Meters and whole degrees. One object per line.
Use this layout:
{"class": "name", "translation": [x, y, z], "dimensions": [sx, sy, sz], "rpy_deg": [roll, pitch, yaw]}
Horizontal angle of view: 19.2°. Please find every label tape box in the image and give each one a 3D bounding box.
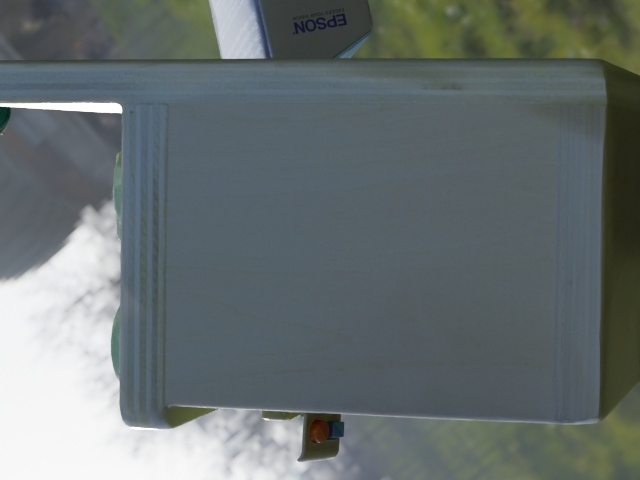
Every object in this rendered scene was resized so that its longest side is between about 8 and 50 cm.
{"class": "label tape box", "translation": [-0.032, -0.222, 1.818], "dimensions": [0.249, 0.115, 0.347], "rpy_deg": [145, 112, -78]}

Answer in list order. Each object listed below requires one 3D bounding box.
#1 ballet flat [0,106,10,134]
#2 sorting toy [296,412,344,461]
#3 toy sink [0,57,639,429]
{"class": "ballet flat", "translation": [-0.366, -0.089, 1.583], "dimensions": [0.241, 0.077, 0.091], "rpy_deg": [-15, -78, -47]}
{"class": "sorting toy", "translation": [-0.001, 0.110, 1.196], "dimensions": [0.012, 0.062, 0.083], "rpy_deg": [8, 179, 23]}
{"class": "toy sink", "translation": [0.000, 0.000, 0.712], "dimensions": [0.153, 0.234, 0.131], "rpy_deg": [-8, -81, -75]}
